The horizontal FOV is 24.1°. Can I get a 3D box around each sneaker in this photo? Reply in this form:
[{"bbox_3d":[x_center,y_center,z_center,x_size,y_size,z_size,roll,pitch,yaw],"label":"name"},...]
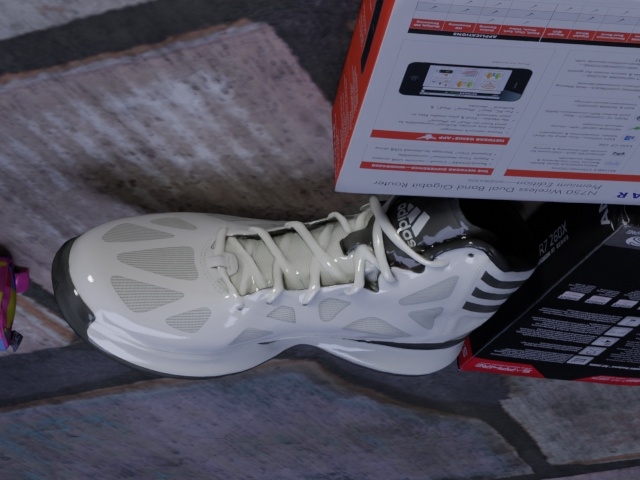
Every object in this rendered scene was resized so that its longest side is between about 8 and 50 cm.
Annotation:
[{"bbox_3d":[0.000,-0.001,1.346,0.447,0.169,0.257,4,146,-31],"label":"sneaker"}]

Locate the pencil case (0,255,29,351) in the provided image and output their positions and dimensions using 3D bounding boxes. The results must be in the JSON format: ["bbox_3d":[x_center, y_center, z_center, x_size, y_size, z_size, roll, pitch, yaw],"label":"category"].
[{"bbox_3d":[-0.413,0.064,1.486,0.236,0.104,0.104,1,155,-4],"label":"pencil case"}]

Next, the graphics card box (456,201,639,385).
[{"bbox_3d":[0.305,0.036,1.474,0.233,0.094,0.371,7,155,-16],"label":"graphics card box"}]

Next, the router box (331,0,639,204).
[{"bbox_3d":[0.192,-0.131,1.125,0.335,0.082,0.301,2,155,-9],"label":"router box"}]
